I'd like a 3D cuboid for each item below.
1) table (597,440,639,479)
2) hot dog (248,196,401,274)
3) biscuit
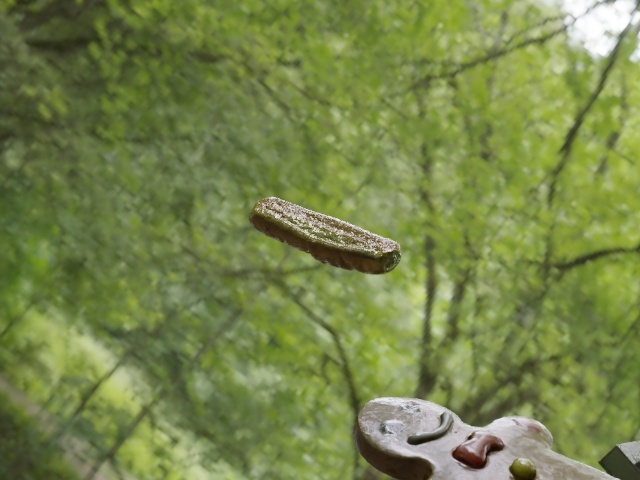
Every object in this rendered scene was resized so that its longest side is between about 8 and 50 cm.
[{"bbox_3d":[0.543,0.380,1.687,0.240,0.111,0.122,50,19,24],"label":"table"},{"bbox_3d":[0.000,0.000,1.389,0.216,0.066,0.047,19,-58,31],"label":"hot dog"},{"bbox_3d":[0.229,0.289,1.417,0.432,0.064,0.283,25,29,29],"label":"biscuit"}]
